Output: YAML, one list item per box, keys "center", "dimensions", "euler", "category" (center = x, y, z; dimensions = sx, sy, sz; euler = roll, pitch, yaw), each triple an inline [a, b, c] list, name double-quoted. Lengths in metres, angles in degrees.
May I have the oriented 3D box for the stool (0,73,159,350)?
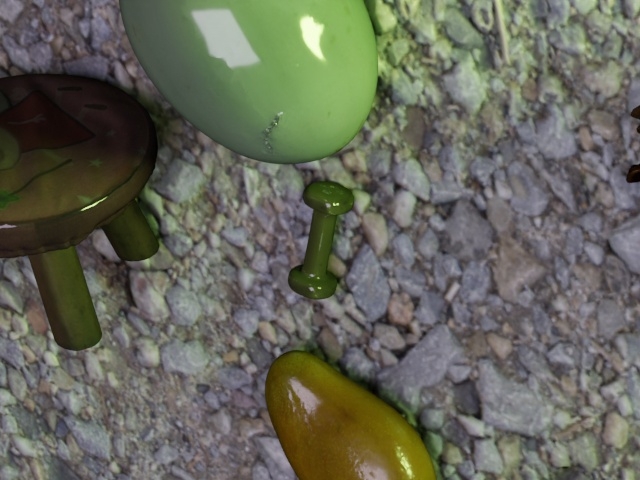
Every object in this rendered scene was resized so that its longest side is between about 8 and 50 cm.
- center: [-0.290, -0.031, 1.652]
  dimensions: [0.272, 0.272, 0.178]
  euler: [12, 129, 19]
  category: "stool"

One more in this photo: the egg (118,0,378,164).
- center: [-0.066, -0.196, 1.509]
  dimensions: [0.203, 0.203, 0.283]
  euler: [-35, 92, 30]
  category: "egg"

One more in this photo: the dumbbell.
- center: [0.000, 0.000, 1.652]
  dimensions: [0.052, 0.046, 0.118]
  euler: [22, 118, 20]
  category: "dumbbell"

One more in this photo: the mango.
- center: [0.027, 0.210, 1.699]
  dimensions: [0.227, 0.099, 0.136]
  euler: [47, 126, 9]
  category: "mango"

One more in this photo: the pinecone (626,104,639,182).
- center: [0.399, -0.050, 1.346]
  dimensions: [0.298, 0.242, 0.296]
  euler: [-16, 102, 23]
  category: "pinecone"
